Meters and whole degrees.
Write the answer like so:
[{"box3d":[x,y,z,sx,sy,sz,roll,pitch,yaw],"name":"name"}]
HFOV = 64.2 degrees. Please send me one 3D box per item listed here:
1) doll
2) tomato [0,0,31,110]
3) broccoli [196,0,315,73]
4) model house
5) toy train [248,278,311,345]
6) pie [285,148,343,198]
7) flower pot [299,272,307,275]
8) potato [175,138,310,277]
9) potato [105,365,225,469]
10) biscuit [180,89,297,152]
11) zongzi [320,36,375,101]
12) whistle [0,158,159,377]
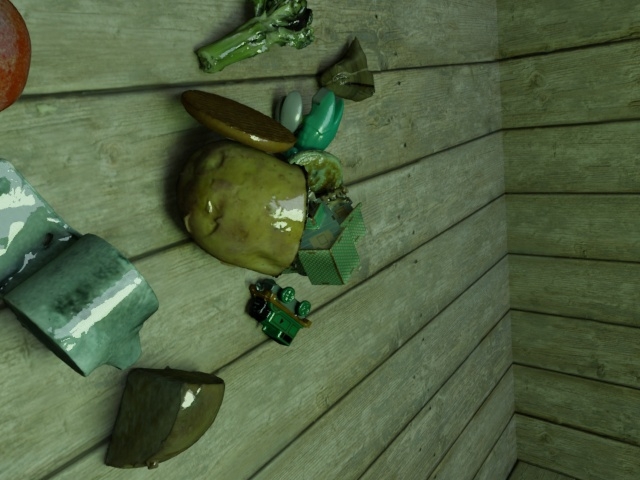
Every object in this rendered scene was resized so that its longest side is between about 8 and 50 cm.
[{"box3d":[-0.048,-0.286,1.340,0.258,0.153,0.195,-49,149,-16],"name":"doll"},{"box3d":[-0.514,-0.255,0.696,0.232,0.232,0.189,-43,146,-40],"name":"tomato"},{"box3d":[-0.157,-0.474,1.190,0.304,0.165,0.146,-39,155,-27],"name":"broccoli"},{"box3d":[0.000,0.000,1.258,0.271,0.206,0.178,-23,134,-5],"name":"model house"},{"box3d":[-0.110,0.188,1.330,0.227,0.091,0.136,43,71,-44],"name":"toy train"},{"box3d":[-0.041,-0.134,1.332,0.240,0.054,0.241,-25,141,-21],"name":"pie"},{"box3d":[0.002,0.026,1.439,0.157,0.106,0.158,-3,94,-51],"name":"flower pot"},{"box3d":[-0.191,-0.065,1.107,0.237,0.301,0.289,1,79,-29],"name":"potato"},{"box3d":[-0.272,0.368,1.019,0.189,0.264,0.211,22,71,-40],"name":"potato"},{"box3d":[-0.175,-0.256,1.102,0.262,0.262,0.037,-1,124,-51],"name":"biscuit"},{"box3d":[0.072,-0.512,1.489,0.194,0.099,0.198,-11,91,-50],"name":"zongzi"},{"box3d":[-0.452,0.057,0.864,0.405,0.188,0.168,45,58,-4],"name":"whistle"}]
